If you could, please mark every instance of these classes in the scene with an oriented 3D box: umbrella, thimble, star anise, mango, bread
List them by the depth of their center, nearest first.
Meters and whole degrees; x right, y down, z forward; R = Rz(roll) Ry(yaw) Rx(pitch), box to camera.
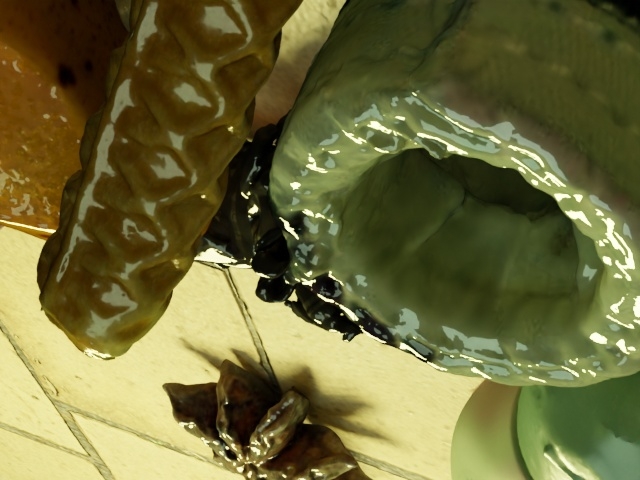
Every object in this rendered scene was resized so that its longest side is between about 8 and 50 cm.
[{"bbox_3d":[-0.064,-0.089,0.845,0.077,0.084,0.367,14,124,-17],"label":"bread"},{"bbox_3d":[0.092,-0.044,0.866,0.237,0.150,0.237,16,146,11],"label":"thimble"},{"bbox_3d":[-0.168,-0.102,0.984,0.160,0.191,0.290,-33,121,21],"label":"mango"},{"bbox_3d":[-0.051,-0.024,1.107,0.336,0.128,0.154,16,156,30],"label":"umbrella"},{"bbox_3d":[-0.038,0.197,1.577,0.231,0.089,0.209,48,158,-17],"label":"star anise"}]

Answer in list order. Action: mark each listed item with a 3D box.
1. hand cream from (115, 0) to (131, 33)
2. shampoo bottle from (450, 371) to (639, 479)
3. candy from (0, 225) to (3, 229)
[{"bbox_3d":[-0.020,-0.152,0.884,0.084,0.084,0.203,40,145,-27],"label":"hand cream"},{"bbox_3d":[0.196,0.145,1.156,0.222,0.151,0.349,32,159,15],"label":"shampoo bottle"},{"bbox_3d":[-0.286,-0.128,1.093,0.265,0.155,0.116,38,159,-22],"label":"candy"}]
